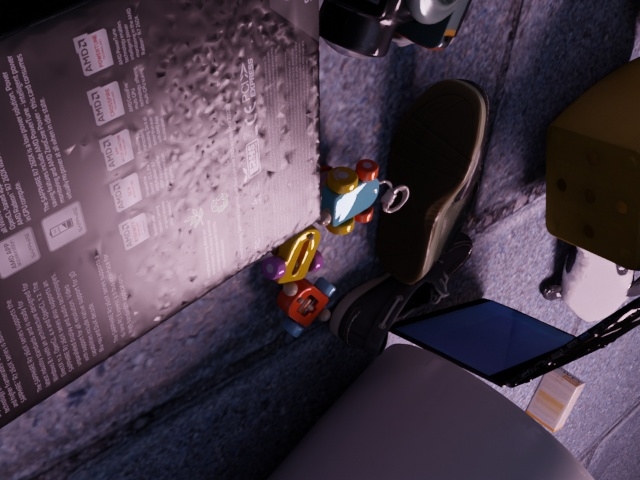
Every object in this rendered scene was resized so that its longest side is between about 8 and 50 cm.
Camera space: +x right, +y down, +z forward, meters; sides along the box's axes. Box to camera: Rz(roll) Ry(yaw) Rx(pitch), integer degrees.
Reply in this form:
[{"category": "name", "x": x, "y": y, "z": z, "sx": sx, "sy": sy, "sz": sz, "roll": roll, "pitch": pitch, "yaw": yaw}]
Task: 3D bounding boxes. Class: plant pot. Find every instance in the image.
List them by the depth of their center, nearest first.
[{"category": "plant pot", "x": 0.381, "y": -0.076, "z": 1.017, "sx": 0.187, "sy": 0.212, "sz": 0.212, "roll": -20, "pitch": 119, "yaw": -24}]

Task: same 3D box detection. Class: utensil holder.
[{"category": "utensil holder", "x": 0.064, "y": 0.345, "z": 0.889, "sx": 0.385, "sy": 0.328, "sz": 0.327, "roll": -48, "pitch": 147, "yaw": -16}]

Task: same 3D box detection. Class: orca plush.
[{"category": "orca plush", "x": 0.382, "y": 0.017, "z": 1.263, "sx": 0.151, "sy": 0.102, "sz": 0.287, "roll": -19, "pitch": 146, "yaw": 27}]

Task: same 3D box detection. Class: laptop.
[{"category": "laptop", "x": 0.253, "y": 0.067, "z": 0.960, "sx": 0.234, "sy": 0.136, "sz": 0.264, "roll": -9, "pitch": 152, "yaw": -50}]

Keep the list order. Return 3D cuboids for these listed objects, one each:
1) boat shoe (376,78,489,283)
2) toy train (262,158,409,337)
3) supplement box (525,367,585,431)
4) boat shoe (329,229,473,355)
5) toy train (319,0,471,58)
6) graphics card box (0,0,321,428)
[{"category": "boat shoe", "x": 0.111, "y": -0.059, "z": 0.818, "sx": 0.073, "sy": 0.080, "sz": 0.223, "roll": -32, "pitch": 146, "yaw": -42}, {"category": "toy train", "x": 0.000, "y": 0.000, "z": 0.753, "sx": 0.166, "sy": 0.046, "sz": 0.125, "roll": -53, "pitch": 149, "yaw": 2}, {"category": "supplement box", "x": 0.408, "y": 0.274, "z": 1.515, "sx": 0.036, "sy": 0.062, "sz": 0.098, "roll": -7, "pitch": 125, "yaw": -49}, {"category": "boat shoe", "x": 0.102, "y": 0.055, "z": 0.913, "sx": 0.206, "sy": 0.065, "sz": 0.075, "roll": -31, "pitch": 140, "yaw": -33}, {"category": "toy train", "x": 0.096, "y": -0.274, "z": 0.555, "sx": 0.190, "sy": 0.142, "sz": 0.334, "roll": -17, "pitch": 132, "yaw": -58}, {"category": "graphics card box", "x": -0.158, "y": -0.030, "z": 0.471, "sx": 0.371, "sy": 0.094, "sz": 0.232, "roll": -34, "pitch": 141, "yaw": -29}]
